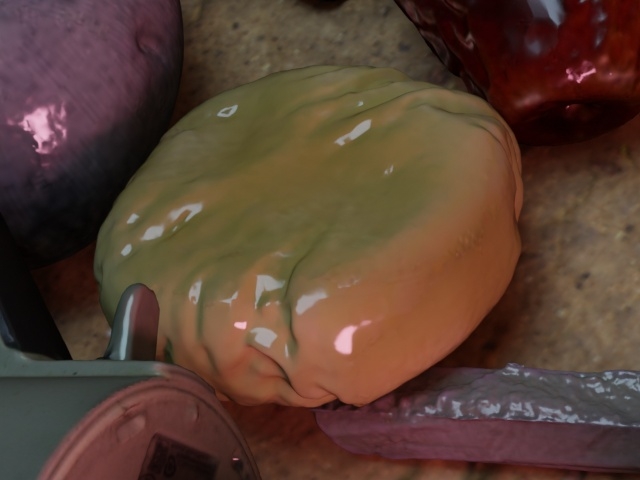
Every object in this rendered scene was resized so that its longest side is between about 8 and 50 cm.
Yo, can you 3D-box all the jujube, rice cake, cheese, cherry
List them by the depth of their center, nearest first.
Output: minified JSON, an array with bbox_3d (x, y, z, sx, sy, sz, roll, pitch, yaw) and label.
[{"bbox_3d":[0.117,0.091,0.937,0.269,0.055,0.049,0,44,24],"label":"rice cake"},{"bbox_3d":[0.000,0.000,0.985,0.214,0.117,0.226,9,45,35],"label":"cheese"},{"bbox_3d":[0.120,-0.177,1.071,0.190,0.190,0.255,-17,68,11],"label":"jujube"},{"bbox_3d":[-0.208,-0.105,1.112,0.255,0.218,0.296,7,53,35],"label":"cherry"}]

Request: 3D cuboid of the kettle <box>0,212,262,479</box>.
[{"bbox_3d":[-0.233,0.133,0.909,0.376,0.250,0.361,0,77,26],"label":"kettle"}]
